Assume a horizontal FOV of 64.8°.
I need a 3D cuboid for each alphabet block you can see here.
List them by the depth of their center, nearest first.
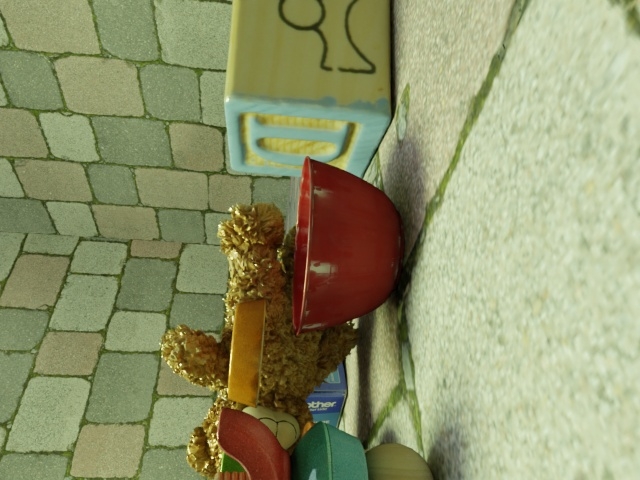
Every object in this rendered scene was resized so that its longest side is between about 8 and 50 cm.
[{"bbox_3d":[-0.020,-0.207,0.649,0.193,0.192,0.197,119,155,-71],"label":"alphabet block"}]

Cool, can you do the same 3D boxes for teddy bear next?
[{"bbox_3d":[-0.056,0.119,0.605,0.113,0.245,0.338,-5,57,48],"label":"teddy bear"}]

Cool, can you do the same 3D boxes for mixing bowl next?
[{"bbox_3d":[0.026,0.009,0.515,0.181,0.098,0.182,-176,90,-84],"label":"mixing bowl"}]

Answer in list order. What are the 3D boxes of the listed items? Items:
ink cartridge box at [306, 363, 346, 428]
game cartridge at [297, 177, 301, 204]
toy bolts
[{"bbox_3d":[-0.059,0.227,0.889,0.270,0.151,0.396,-100,16,-48],"label":"ink cartridge box"},{"bbox_3d":[-0.019,-0.199,1.247,0.198,0.062,0.297,-104,18,-56],"label":"game cartridge"},{"bbox_3d":[-0.002,0.161,0.428,0.228,0.158,0.218,133,141,-79],"label":"toy bolts"}]
